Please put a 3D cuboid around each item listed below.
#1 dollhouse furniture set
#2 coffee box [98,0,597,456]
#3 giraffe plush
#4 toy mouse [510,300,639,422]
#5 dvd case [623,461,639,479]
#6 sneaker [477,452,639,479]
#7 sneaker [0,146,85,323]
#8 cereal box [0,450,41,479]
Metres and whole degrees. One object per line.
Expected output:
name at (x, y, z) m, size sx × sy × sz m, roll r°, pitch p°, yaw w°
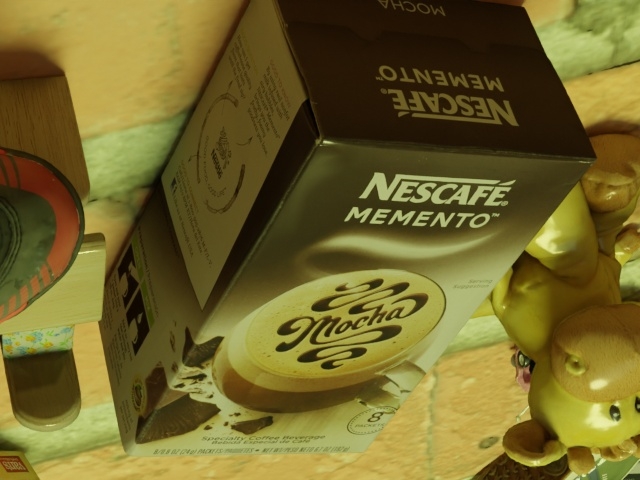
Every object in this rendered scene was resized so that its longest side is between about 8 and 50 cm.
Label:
dollhouse furniture set at (-0.231, 0.052, 0.805) m, size 0.242 × 0.161 × 0.212 m, roll -7°, pitch 144°, yaw -16°
coffee box at (0.000, 0.000, 0.877) m, size 0.168 × 0.119 × 0.297 m, roll 3°, pitch 141°, yaw -27°
giraffe plush at (0.159, 0.057, 0.986) m, size 0.181 × 0.170 × 0.210 m, roll -23°, pitch 146°, yaw 6°
toy mouse at (0.190, 0.090, 1.172) m, size 0.161 × 0.031 × 0.143 m, roll 9°, pitch 137°, yaw -34°
dvd case at (0.279, 0.262, 1.461) m, size 0.179 × 0.029 × 0.238 m, roll 4°, pitch 141°, yaw -30°
sneaker at (0.219, 0.195, 1.303) m, size 0.086 × 0.064 × 0.192 m, roll 20°, pitch 128°, yaw -36°
sneaker at (-0.226, 0.021, 0.639) m, size 0.276 × 0.097 × 0.135 m, roll -13°, pitch -174°, yaw -19°
cereal box at (-0.318, 0.229, 1.035) m, size 0.240 × 0.047 × 0.173 m, roll -41°, pitch 162°, yaw 9°
